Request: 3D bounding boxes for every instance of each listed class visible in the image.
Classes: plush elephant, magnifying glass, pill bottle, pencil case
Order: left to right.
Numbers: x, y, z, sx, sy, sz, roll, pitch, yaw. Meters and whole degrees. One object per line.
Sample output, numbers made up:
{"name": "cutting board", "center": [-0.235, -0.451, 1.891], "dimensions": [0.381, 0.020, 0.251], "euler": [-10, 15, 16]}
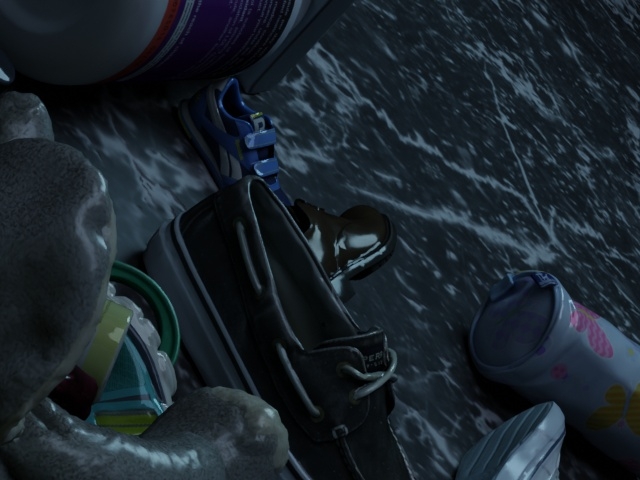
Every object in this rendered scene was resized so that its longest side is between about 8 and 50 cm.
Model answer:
{"name": "plush elephant", "center": [-0.179, 0.046, 0.830], "dimensions": [0.272, 0.255, 0.330], "euler": [12, 23, 14]}
{"name": "magnifying glass", "center": [-0.190, 0.016, 1.187], "dimensions": [0.231, 0.026, 0.092], "euler": [41, 68, 3]}
{"name": "pill bottle", "center": [-0.131, -0.220, 1.468], "dimensions": [0.181, 0.181, 0.323], "euler": [56, 25, 11]}
{"name": "pencil case", "center": [0.264, 0.134, 1.716], "dimensions": [0.273, 0.113, 0.124], "euler": [35, 9, -29]}

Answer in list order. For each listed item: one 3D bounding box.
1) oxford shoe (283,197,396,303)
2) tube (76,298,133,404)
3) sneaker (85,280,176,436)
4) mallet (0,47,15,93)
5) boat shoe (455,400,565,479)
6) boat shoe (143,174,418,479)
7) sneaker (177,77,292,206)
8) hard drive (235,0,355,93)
{"name": "oxford shoe", "center": [0.000, 0.000, 1.485], "dimensions": [0.096, 0.083, 0.227], "euler": [57, 24, -3]}
{"name": "tube", "center": [-0.228, 0.021, 1.033], "dimensions": [0.240, 0.062, 0.070], "euler": [23, 20, -7]}
{"name": "sneaker", "center": [-0.137, 0.121, 1.090], "dimensions": [0.275, 0.107, 0.110], "euler": [54, 34, 8]}
{"name": "mallet", "center": [-0.216, -0.051, 1.234], "dimensions": [0.039, 0.062, 0.190], "euler": [12, 44, -55]}
{"name": "boat shoe", "center": [0.155, 0.213, 1.485], "dimensions": [0.076, 0.083, 0.226], "euler": [60, 36, -7]}
{"name": "boat shoe", "center": [-0.004, 0.101, 1.307], "dimensions": [0.335, 0.119, 0.121], "euler": [55, 25, 10]}
{"name": "sneaker", "center": [-0.062, -0.074, 1.525], "dimensions": [0.144, 0.059, 0.053], "euler": [55, 24, 5]}
{"name": "hard drive", "center": [-0.085, -0.345, 1.656], "dimensions": [0.047, 0.233, 0.353], "euler": [-16, 68, -50]}
